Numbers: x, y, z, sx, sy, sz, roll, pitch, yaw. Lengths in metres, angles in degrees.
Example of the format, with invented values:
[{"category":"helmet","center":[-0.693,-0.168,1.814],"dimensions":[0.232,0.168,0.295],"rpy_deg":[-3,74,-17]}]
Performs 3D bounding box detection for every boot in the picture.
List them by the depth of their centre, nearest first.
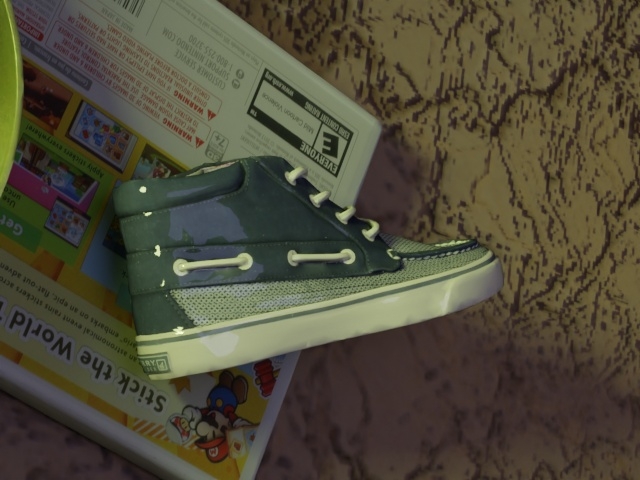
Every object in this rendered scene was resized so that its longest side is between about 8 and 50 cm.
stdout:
[{"category":"boot","center":[0.000,0.000,0.786],"dimensions":[0.190,0.069,0.086],"rpy_deg":[-12,93,-37]}]

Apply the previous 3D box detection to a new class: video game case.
[{"category":"video game case","center":[-0.089,-0.023,0.784],"dimensions":[0.227,0.026,0.206],"rpy_deg":[34,63,-29]}]

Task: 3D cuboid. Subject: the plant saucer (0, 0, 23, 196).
[{"category":"plant saucer","center":[-0.230,-0.066,0.659],"dimensions":[0.241,0.037,0.241],"rpy_deg":[8,73,-28]}]
